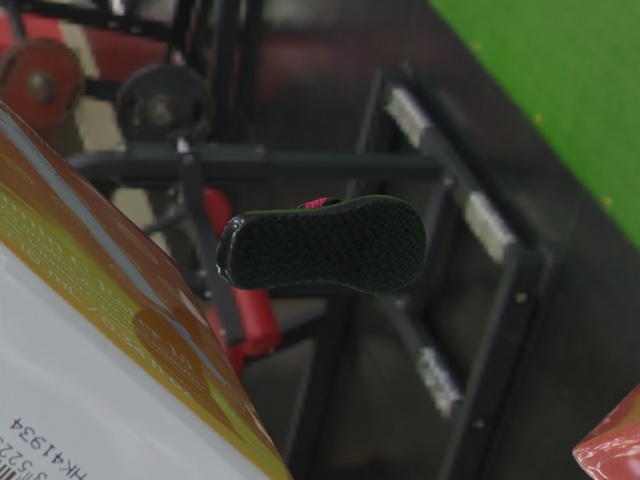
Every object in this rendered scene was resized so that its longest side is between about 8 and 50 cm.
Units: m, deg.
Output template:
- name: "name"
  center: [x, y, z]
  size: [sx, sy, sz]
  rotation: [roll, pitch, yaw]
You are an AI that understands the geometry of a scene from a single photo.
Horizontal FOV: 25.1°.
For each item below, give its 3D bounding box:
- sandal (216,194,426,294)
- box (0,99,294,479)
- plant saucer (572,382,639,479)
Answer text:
- name: "sandal"
  center: [0.000, 0.000, 0.941]
  size: [0.040, 0.179, 0.067]
  rotation: [20, 105, 48]
- name: "box"
  center: [-0.170, 0.055, 0.703]
  size: [0.168, 0.215, 0.345]
  rotation: [-45, 22, 1]
- name: "plant saucer"
  center: [0.262, 0.141, 0.690]
  size: [0.258, 0.259, 0.047]
  rotation: [39, 109, 15]
